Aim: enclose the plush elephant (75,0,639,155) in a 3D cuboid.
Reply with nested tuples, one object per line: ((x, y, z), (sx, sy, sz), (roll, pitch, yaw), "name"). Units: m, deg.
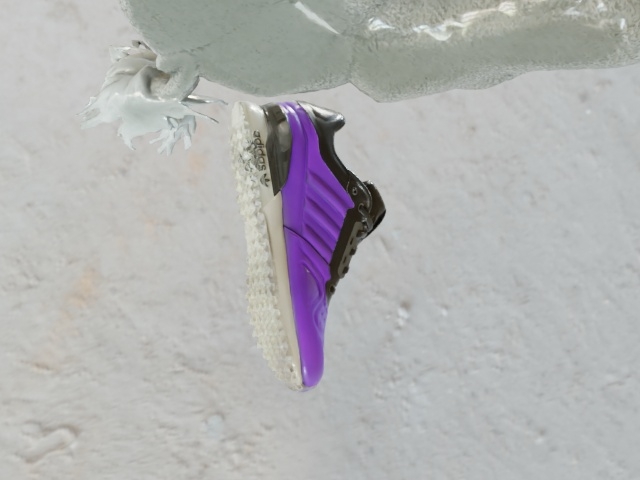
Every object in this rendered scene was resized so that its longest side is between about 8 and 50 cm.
((0.004, -0.207, 0.579), (0.271, 0.330, 0.256), (32, 54, -28), "plush elephant")

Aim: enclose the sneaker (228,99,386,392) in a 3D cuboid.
((0.000, 0.000, 1.089), (0.146, 0.102, 0.294), (-7, 88, -19), "sneaker")
